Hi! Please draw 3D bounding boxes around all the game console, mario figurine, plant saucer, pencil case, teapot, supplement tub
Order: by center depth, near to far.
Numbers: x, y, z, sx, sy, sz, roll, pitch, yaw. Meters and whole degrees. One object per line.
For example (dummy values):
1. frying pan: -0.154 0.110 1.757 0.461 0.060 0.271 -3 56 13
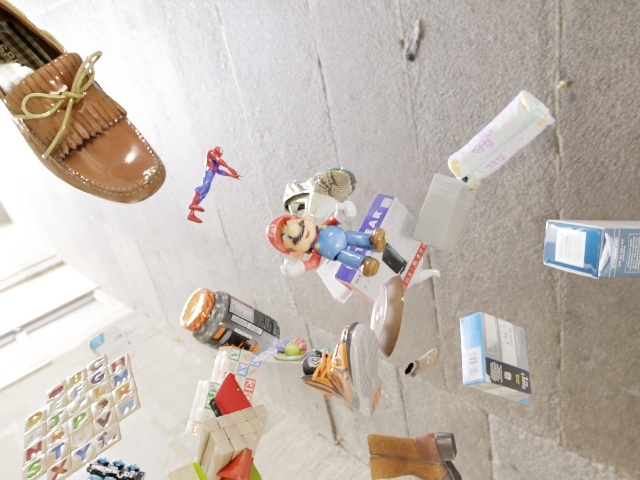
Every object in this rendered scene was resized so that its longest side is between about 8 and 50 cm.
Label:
1. game console: -0.173 0.381 1.098 0.144 0.085 0.124 43 167 45
2. plant saucer: 0.153 0.177 1.204 0.036 0.199 0.199 11 138 -4
3. pencil case: 0.455 -0.253 1.298 0.113 0.124 0.273 49 120 6
4. mario figurine: 0.000 0.000 1.341 0.320 0.198 0.170 12 130 18
5. supplement tub: -0.334 0.320 1.891 0.338 0.207 0.207 34 159 -30
6. teapot: 0.337 0.073 2.149 0.187 0.255 0.253 -49 47 41

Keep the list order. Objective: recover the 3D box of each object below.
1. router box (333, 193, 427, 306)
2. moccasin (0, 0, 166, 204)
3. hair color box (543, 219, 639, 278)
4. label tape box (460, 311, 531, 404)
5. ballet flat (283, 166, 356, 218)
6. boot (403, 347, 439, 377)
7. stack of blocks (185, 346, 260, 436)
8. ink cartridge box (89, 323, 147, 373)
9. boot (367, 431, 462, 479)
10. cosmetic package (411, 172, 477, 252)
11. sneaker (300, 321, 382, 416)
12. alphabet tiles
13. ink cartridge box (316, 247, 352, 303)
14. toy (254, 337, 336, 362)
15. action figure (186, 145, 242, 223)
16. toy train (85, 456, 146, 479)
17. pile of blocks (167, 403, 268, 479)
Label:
1. router box: 0.227 0.057 1.778 0.082 0.336 0.301 18 166 44
2. moccasin: -0.358 -0.200 0.693 0.380 0.139 0.147 49 157 10
3. hair color box: 0.682 0.015 1.082 0.174 0.347 0.105 -146 57 -76
4. label tape box: 0.644 0.413 1.765 0.333 0.241 0.106 22 147 -25
5. ballet flat: -0.020 -0.161 1.991 0.164 0.182 0.482 27 167 -24
6. boot: 0.319 0.391 1.619 0.042 0.087 0.119 46 115 41
7. stack of blocks: -0.321 0.513 1.708 0.171 0.297 0.087 26 155 -33
8. ink cartridge box: -0.696 0.393 1.747 0.180 0.104 0.060 48 140 6
9. boot: 0.284 0.725 1.554 0.280 0.096 0.264 -12 86 22
10. cosmetic package: 0.412 -0.091 1.688 0.127 0.107 0.238 29 104 45
11. sneaker: 0.034 0.286 1.146 0.180 0.125 0.321 13 137 22
12. alphabet tiles: -0.570 0.410 1.205 0.342 0.285 0.011 38 158 56
13. ink cartridge box: 0.091 0.116 1.975 0.056 0.181 0.225 36 -172 -29
14. toy: -0.066 0.328 1.531 0.237 0.137 0.056 3 93 15
15. action figure: -0.308 -0.175 1.547 0.139 0.281 0.091 15 144 -14
16. toy train: -0.640 0.739 1.589 0.184 0.080 0.105 12 133 1
17. pile of blocks: -0.183 0.426 0.791 0.362 0.149 0.113 -52 49 12
